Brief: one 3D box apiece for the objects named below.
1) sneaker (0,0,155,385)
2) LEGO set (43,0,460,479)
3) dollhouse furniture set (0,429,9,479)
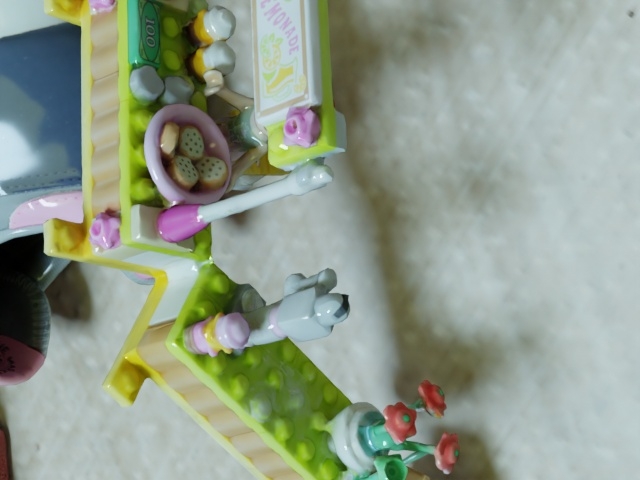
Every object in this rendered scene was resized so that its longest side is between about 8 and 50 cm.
[{"bbox_3d":[-0.181,0.015,0.638,0.319,0.112,0.131,-29,83,35],"label":"sneaker"},{"bbox_3d":[0.000,0.000,0.504,0.107,0.132,0.287,-17,91,41],"label":"LEGO set"},{"bbox_3d":[-0.317,0.167,0.607,0.201,0.374,0.152,5,100,33],"label":"dollhouse furniture set"}]
